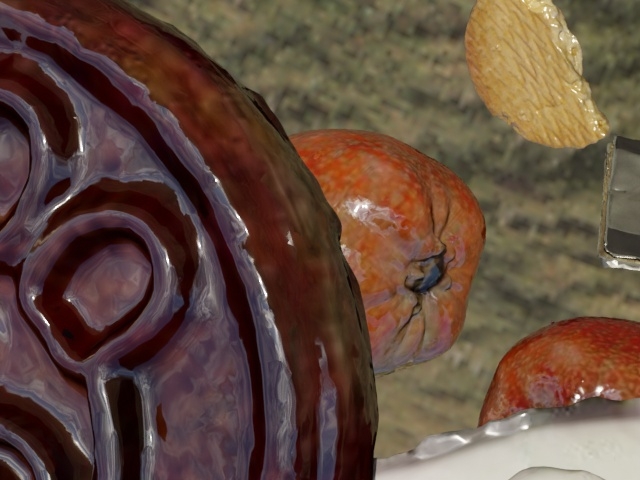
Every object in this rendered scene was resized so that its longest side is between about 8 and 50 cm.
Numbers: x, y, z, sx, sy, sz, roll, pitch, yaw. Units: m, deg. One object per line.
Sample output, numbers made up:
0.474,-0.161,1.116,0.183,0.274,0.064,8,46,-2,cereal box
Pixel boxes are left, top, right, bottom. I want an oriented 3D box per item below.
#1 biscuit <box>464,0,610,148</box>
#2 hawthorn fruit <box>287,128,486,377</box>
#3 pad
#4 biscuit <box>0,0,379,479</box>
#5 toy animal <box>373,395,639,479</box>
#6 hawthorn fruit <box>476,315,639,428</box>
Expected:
0.243,-0.202,2.207,0.144,0.033,0.224,-25,96,39,biscuit
0.000,0.000,1.522,0.262,0.210,0.210,25,165,49,hawthorn fruit
0.399,-0.024,1.902,0.233,0.174,0.022,10,141,4,pad
-0.169,0.072,0.862,0.407,0.407,0.091,12,-173,28,biscuit
0.144,0.198,0.824,0.174,0.289,0.249,-34,165,29,toy animal
0.195,0.127,1.282,0.169,0.169,0.188,15,-163,22,hawthorn fruit
